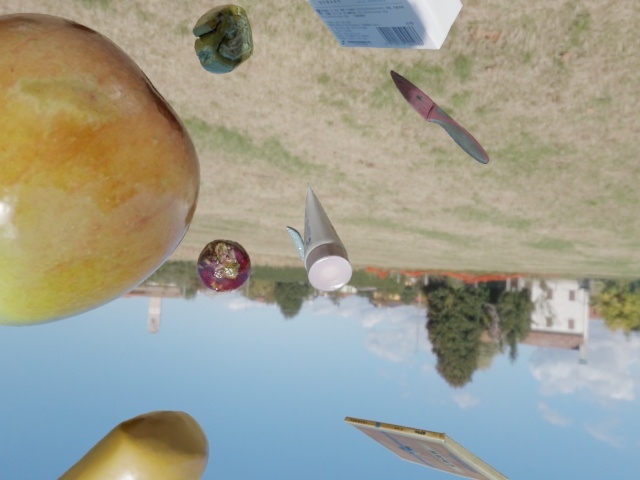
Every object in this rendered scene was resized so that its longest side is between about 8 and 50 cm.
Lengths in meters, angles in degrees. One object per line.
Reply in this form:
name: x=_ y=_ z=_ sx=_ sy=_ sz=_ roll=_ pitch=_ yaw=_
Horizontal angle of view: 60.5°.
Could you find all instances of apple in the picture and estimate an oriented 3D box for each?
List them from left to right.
apple: x=-0.327 y=-0.070 z=0.626 sx=0.339 sy=0.305 sz=0.338 roll=29 pitch=148 yaw=20

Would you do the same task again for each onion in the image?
onion: x=-0.190 y=0.048 z=1.082 sx=0.107 sy=0.107 sz=0.097 roll=4 pitch=-173 yaw=-4

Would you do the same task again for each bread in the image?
bread: x=-0.210 y=0.266 z=0.556 sx=0.098 sy=0.217 sz=0.147 roll=50 pitch=-173 yaw=25
bread: x=-0.185 y=-0.388 z=1.064 sx=0.064 sy=0.117 sz=0.156 roll=1 pitch=-140 yaw=25

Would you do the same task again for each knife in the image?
knife: x=-0.039 y=0.042 z=1.395 sx=0.028 sy=0.015 sz=0.210 roll=-12 pitch=128 yaw=14
knife: x=0.198 y=-0.214 z=0.946 sx=0.247 sy=0.035 sz=0.018 roll=49 pitch=179 yaw=21

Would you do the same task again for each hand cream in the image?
hand cream: x=0.000 y=0.000 z=1.097 sx=0.083 sy=0.133 sz=0.247 roll=-8 pitch=-145 yaw=-5

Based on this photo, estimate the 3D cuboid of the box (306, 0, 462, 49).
box: x=0.105 y=-0.485 z=1.066 sx=0.274 sy=0.116 sz=0.203 roll=21 pitch=168 yaw=45

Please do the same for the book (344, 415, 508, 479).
book: x=0.172 y=0.357 z=0.940 sx=0.170 sy=0.018 sz=0.242 roll=39 pitch=152 yaw=-23
